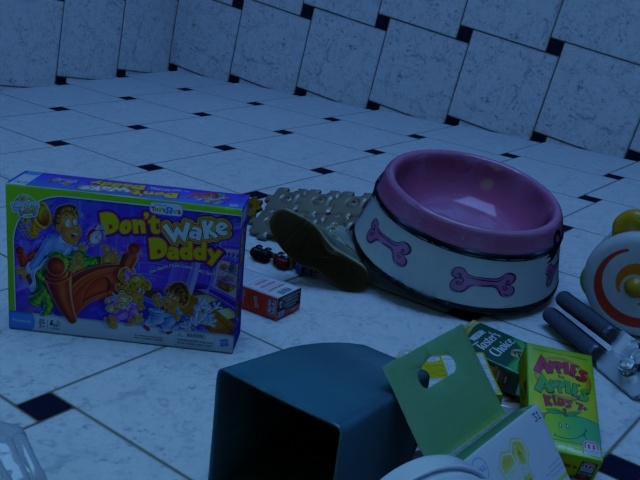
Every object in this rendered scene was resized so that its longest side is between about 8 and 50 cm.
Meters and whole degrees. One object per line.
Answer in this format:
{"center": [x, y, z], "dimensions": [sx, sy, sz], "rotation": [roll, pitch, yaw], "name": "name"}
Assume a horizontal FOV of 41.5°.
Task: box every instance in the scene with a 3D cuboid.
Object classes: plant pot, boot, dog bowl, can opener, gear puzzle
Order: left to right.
{"center": [-0.407, 0.227, 0.933], "dimensions": [0.123, 0.095, 0.258], "rotation": [-7, 30, -47], "name": "boot"}
{"center": [-0.059, -0.045, 1.816], "dimensions": [0.339, 0.044, 0.175], "rotation": [5, 43, 26], "name": "gear puzzle"}
{"center": [0.000, 0.000, 1.602], "dimensions": [0.213, 0.077, 0.165], "rotation": [36, 16, -8], "name": "boot"}
{"center": [0.017, 0.215, 0.964], "dimensions": [0.166, 0.165, 0.234], "rotation": [19, 21, 34], "name": "plant pot"}
{"center": [0.275, -0.037, 1.612], "dimensions": [0.408, 0.150, 0.408], "rotation": [10, 29, -5], "name": "dog bowl"}
{"center": [0.463, 0.173, 1.369], "dimensions": [0.093, 0.074, 0.280], "rotation": [35, 7, -29], "name": "can opener"}

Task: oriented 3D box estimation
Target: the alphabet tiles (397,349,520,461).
{"center": [0.160, 0.226, 1.176], "dimensions": [0.278, 0.021, 0.284], "rotation": [10, 19, 10], "name": "alphabet tiles"}

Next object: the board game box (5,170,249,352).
{"center": [-0.291, 0.032, 1.279], "dimensions": [0.347, 0.233, 0.078], "rotation": [6, 19, 2], "name": "board game box"}

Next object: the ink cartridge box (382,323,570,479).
{"center": [0.180, 0.216, 0.927], "dimensions": [0.056, 0.235, 0.171], "rotation": [-26, -6, 42], "name": "ink cartridge box"}

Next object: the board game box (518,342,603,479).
{"center": [0.311, 0.220, 1.108], "dimensions": [0.092, 0.043, 0.181], "rotation": [11, 39, 4], "name": "board game box"}

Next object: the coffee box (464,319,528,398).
{"center": [0.281, 0.182, 1.252], "dimensions": [0.184, 0.040, 0.113], "rotation": [23, 24, 29], "name": "coffee box"}

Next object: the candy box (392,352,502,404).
{"center": [0.136, 0.195, 1.159], "dimensions": [0.206, 0.027, 0.105], "rotation": [-2, 27, -2], "name": "candy box"}

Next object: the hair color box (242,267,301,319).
{"center": [-0.111, 0.089, 1.453], "dimensions": [0.141, 0.043, 0.072], "rotation": [17, 22, 31], "name": "hair color box"}

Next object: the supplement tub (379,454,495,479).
{"center": [0.148, 0.314, 0.668], "dimensions": [0.191, 0.191, 0.272], "rotation": [-6, 23, -30], "name": "supplement tub"}

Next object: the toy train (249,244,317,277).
{"center": [-0.070, 0.040, 1.627], "dimensions": [0.158, 0.027, 0.036], "rotation": [17, 24, 28], "name": "toy train"}

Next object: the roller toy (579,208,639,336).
{"center": [0.571, 0.064, 1.488], "dimensions": [0.191, 0.209, 0.146], "rotation": [36, 31, 19], "name": "roller toy"}
